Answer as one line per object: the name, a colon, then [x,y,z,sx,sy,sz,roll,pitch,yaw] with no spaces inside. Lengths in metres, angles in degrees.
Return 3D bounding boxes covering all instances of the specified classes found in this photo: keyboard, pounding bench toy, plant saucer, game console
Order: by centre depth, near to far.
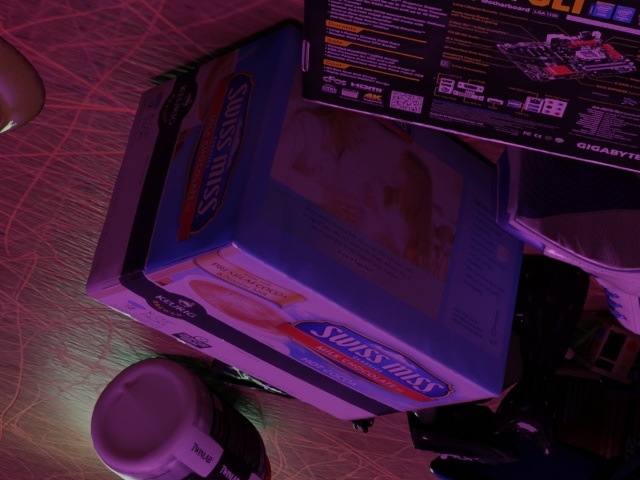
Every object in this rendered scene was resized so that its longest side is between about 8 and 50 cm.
plant saucer: [-0.405,-0.167,1.392,0.241,0.037,0.241,12,155,6]
keyboard: [0.118,0.207,1.563,0.201,0.033,0.317,14,-178,2]
pounding bench toy: [0.325,0.117,1.563,0.083,0.065,0.052,21,-174,-15]
game console: [0.306,0.225,1.565,0.250,0.173,0.293,-43,169,21]

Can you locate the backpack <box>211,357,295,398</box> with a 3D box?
backpack: [-0.040,0.148,1.772,0.182,0.115,0.152,17,167,-8]

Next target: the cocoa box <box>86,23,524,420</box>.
cocoa box: [0.000,0.000,1.295,0.347,0.231,0.228,31,149,-33]

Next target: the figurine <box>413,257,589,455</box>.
figurine: [0.170,0.114,1.472,0.215,0.209,0.092,12,155,6]

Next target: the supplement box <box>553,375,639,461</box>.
supplement box: [0.371,0.256,1.761,0.239,0.130,0.073,7,154,14]

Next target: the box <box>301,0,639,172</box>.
box: [0.147,-0.170,1.048,0.322,0.079,0.257,12,153,4]

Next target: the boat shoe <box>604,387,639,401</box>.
boat shoe: [0.414,0.170,1.667,0.040,0.049,0.142,0,168,-38]

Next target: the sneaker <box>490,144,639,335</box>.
sneaker: [0.299,0.019,1.303,0.315,0.127,0.182,17,153,-9]

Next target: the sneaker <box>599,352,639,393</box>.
sneaker: [0.394,0.156,1.589,0.073,0.063,0.162,-5,167,-33]

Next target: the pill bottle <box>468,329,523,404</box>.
pill bottle: [0.203,0.163,1.715,0.078,0.078,0.137,18,155,-8]

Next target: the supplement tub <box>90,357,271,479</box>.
supplement tub: [-0.208,0.329,2.148,0.193,0.194,0.316,1,152,27]
